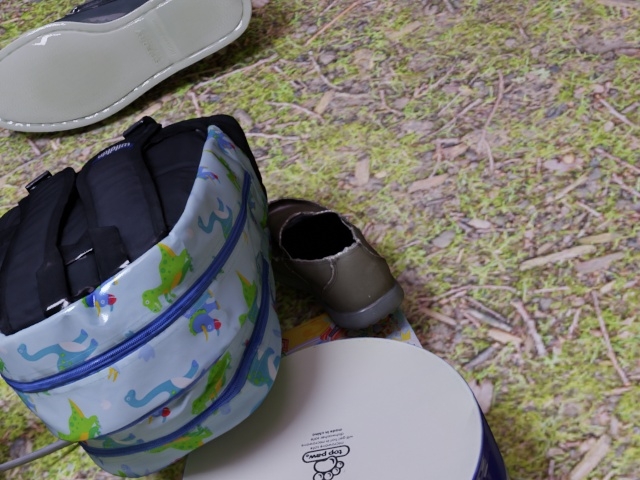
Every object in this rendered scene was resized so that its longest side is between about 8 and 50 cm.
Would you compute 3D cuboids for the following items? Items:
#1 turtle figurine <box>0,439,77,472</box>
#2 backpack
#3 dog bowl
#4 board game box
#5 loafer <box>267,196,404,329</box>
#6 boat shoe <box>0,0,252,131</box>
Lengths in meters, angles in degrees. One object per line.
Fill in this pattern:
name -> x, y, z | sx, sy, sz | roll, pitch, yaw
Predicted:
turtle figurine -> -0.382, 0.183, 1.638 | 0.266, 0.275, 0.198 | -40, 82, 16
backpack -> -0.164, 0.044, 1.508 | 0.290, 0.273, 0.355 | -26, 4, 1
dog bowl -> 0.021, 0.210, 1.433 | 0.265, 0.104, 0.265 | -13, 42, 12
board game box -> 0.013, 0.112, 1.600 | 0.154, 0.026, 0.103 | -26, 41, -3
loafer -> 0.000, 0.000, 1.655 | 0.094, 0.087, 0.251 | -32, 29, -15
boat shoe -> -0.238, -0.227, 2.017 | 0.340, 0.127, 0.113 | -27, 11, 7
